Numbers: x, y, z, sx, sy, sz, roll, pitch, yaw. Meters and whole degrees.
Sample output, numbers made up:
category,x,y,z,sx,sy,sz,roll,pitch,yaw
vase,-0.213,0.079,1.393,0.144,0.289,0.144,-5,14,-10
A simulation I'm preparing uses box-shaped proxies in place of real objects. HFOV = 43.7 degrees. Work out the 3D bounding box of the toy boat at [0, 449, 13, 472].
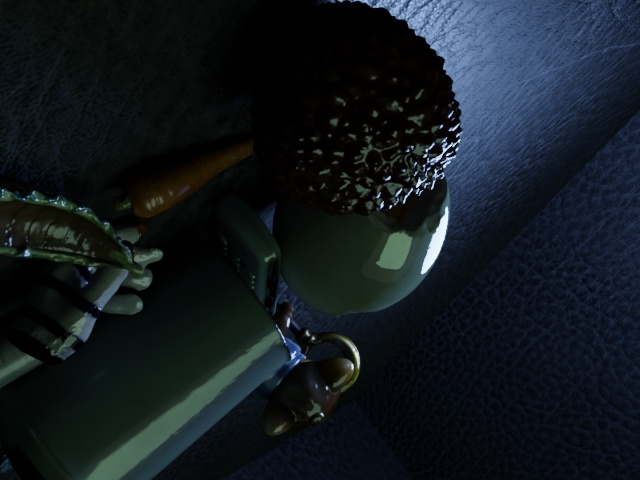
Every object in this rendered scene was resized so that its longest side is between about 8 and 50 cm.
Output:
category,x,y,z,sx,sy,sz,roll,pitch,yaw
toy boat,-0.556,0.418,1.543,0.059,0.066,0.140,-52,159,27

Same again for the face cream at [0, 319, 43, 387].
category,x,y,z,sx,sy,sz,roll,pitch,yaw
face cream,-0.422,0.149,1.123,0.229,0.075,0.075,-32,162,-20

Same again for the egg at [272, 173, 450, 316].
category,x,y,z,sx,sy,sz,roll,pitch,yaw
egg,0.058,-0.017,1.310,0.278,0.278,0.336,-26,162,-32

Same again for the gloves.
category,x,y,z,sx,sy,sz,roll,pitch,yaw
gloves,-0.314,0.058,1.068,0.140,0.131,0.219,95,19,-64

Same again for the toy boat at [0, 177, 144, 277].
category,x,y,z,sx,sy,sz,roll,pitch,yaw
toy boat,-0.319,-0.012,0.895,0.108,0.099,0.293,-44,154,16

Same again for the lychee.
category,x,y,z,sx,sy,sz,roll,pitch,yaw
lychee,0.028,-0.161,0.973,0.264,0.300,0.264,-162,-90,-87

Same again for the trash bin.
category,x,y,z,sx,sy,sz,roll,pitch,yaw
trash bin,-0.287,0.223,1.255,0.432,0.280,0.280,-37,163,-15

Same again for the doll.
category,x,y,z,sx,sy,sz,roll,pitch,yaw
doll,-0.105,0.236,1.585,0.318,0.340,0.209,-44,163,-24

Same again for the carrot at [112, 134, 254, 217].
category,x,y,z,sx,sy,sz,roll,pitch,yaw
carrot,-0.160,-0.094,1.062,0.256,0.061,0.061,-29,160,-34

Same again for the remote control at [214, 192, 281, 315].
category,x,y,z,sx,sy,sz,roll,pitch,yaw
remote control,-0.121,0.037,1.321,0.056,0.140,0.296,-36,163,-19
